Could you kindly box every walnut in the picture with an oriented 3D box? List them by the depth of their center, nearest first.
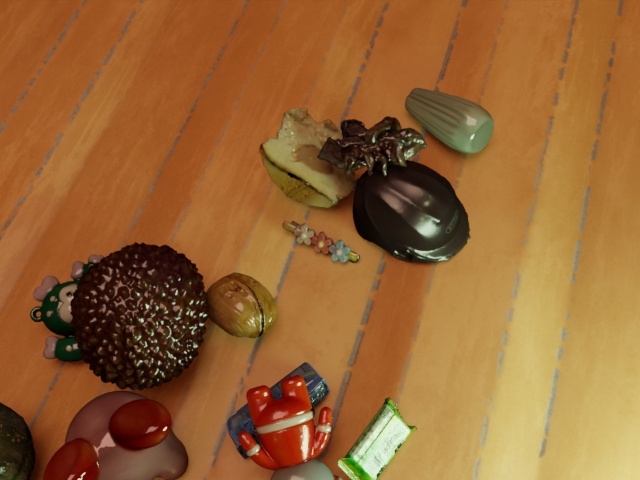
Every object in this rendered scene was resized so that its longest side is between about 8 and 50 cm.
[{"bbox_3d":[-0.182,0.152,1.663,0.144,0.144,0.180,-43,55,-16],"label":"walnut"}]

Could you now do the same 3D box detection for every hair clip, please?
[{"bbox_3d":[-0.004,0.001,1.768,0.213,0.062,0.056,29,26,23],"label":"hair clip"}]

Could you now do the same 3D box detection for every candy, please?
[{"bbox_3d":[0.118,0.425,1.495,0.102,0.032,0.178,47,68,-15],"label":"candy"}]

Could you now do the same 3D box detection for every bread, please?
[{"bbox_3d":[-0.006,-0.198,1.787,0.211,0.224,0.184,21,71,22],"label":"bread"}]

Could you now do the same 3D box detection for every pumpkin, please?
[{"bbox_3d":[-0.764,0.473,1.485,0.327,0.258,0.292,-13,47,8],"label":"pumpkin"}]

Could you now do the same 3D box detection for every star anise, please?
[{"bbox_3d":[0.123,-0.234,1.695,0.220,0.099,0.214,-34,50,-26],"label":"star anise"}]

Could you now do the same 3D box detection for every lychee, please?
[{"bbox_3d":[-0.389,0.157,1.563,0.305,0.306,0.330,-22,63,-5],"label":"lychee"}]

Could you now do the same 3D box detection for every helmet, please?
[{"bbox_3d":[0.217,-0.091,1.726,0.305,0.177,0.225,19,62,19],"label":"helmet"}]

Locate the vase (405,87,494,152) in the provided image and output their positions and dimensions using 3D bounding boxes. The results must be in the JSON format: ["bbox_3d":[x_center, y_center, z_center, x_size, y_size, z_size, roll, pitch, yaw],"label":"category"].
[{"bbox_3d":[0.329,-0.324,1.880,0.128,0.128,0.248,-43,55,-16],"label":"vase"}]

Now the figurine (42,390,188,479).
[{"bbox_3d":[-0.420,0.411,1.476,0.269,0.261,0.211,-33,58,-9],"label":"figurine"}]

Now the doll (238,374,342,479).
[{"bbox_3d":[-0.050,0.451,1.458,0.199,0.105,0.337,-14,81,-14],"label":"doll"}]

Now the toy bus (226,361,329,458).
[{"bbox_3d":[-0.093,0.369,1.563,0.236,0.079,0.094,-35,45,-12],"label":"toy bus"}]

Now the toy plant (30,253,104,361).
[{"bbox_3d":[-0.573,0.163,1.721,0.243,0.113,0.233,-28,71,-13],"label":"toy plant"}]
